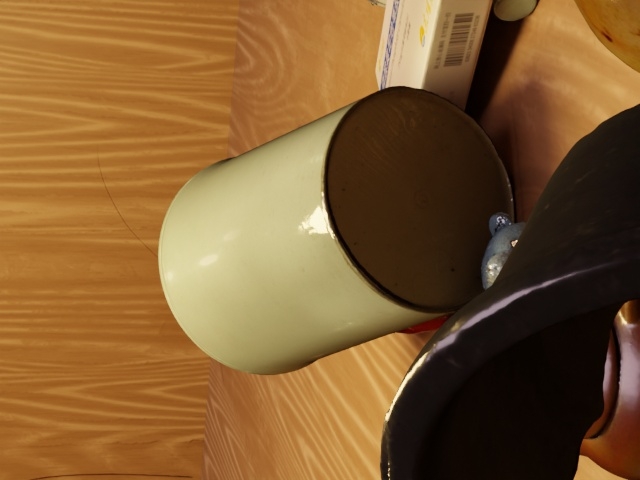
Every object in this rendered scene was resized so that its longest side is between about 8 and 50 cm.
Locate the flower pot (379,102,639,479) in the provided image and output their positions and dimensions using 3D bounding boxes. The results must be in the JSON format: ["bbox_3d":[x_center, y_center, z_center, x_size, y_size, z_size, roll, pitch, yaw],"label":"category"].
[{"bbox_3d":[0.237,0.058,0.760,0.251,0.379,0.379,-74,0,-46],"label":"flower pot"}]

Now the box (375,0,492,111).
[{"bbox_3d":[0.125,-0.237,1.529,0.343,0.065,0.200,97,167,-56],"label":"box"}]

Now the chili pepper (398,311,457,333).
[{"bbox_3d":[0.126,0.079,1.618,0.169,0.065,0.088,10,81,68],"label":"chili pepper"}]

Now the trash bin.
[{"bbox_3d":[0.000,0.000,1.536,0.432,0.280,0.280,-22,67,57],"label":"trash bin"}]

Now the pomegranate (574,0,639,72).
[{"bbox_3d":[0.265,-0.225,0.810,0.252,0.229,0.270,133,142,-66],"label":"pomegranate"}]

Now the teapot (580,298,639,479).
[{"bbox_3d":[0.242,0.090,1.044,0.178,0.135,0.252,-109,24,-43],"label":"teapot"}]

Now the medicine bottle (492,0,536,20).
[{"bbox_3d":[0.198,-0.278,1.395,0.047,0.047,0.083,114,153,-55],"label":"medicine bottle"}]

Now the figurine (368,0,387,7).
[{"bbox_3d":[0.103,-0.379,1.647,0.132,0.132,0.154,113,166,-54],"label":"figurine"}]

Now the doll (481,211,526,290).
[{"bbox_3d":[0.204,0.031,1.288,0.180,0.075,0.120,-177,85,-75],"label":"doll"}]
